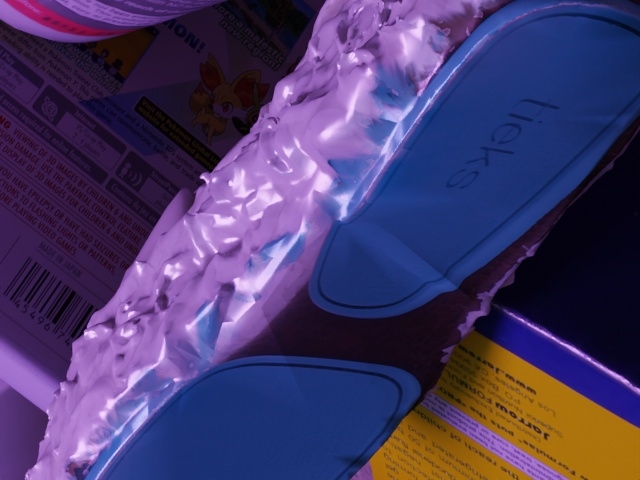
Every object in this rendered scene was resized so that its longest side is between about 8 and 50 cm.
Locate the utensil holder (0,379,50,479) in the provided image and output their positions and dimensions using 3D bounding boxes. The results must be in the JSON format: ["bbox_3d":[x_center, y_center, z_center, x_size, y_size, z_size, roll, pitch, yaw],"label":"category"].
[{"bbox_3d":[-0.344,0.052,1.418,0.327,0.327,0.385,43,162,8],"label":"utensil holder"}]

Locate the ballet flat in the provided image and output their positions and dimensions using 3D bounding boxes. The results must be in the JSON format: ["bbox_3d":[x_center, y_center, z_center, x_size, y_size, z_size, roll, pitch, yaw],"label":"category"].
[{"bbox_3d":[0.000,0.000,0.684,0.147,0.147,0.409,44,124,5],"label":"ballet flat"}]

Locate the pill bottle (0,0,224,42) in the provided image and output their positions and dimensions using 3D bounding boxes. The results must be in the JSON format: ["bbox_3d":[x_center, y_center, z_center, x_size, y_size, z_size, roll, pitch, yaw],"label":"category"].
[{"bbox_3d":[-0.029,-0.201,0.723,0.318,0.176,0.176,-10,122,45],"label":"pill bottle"}]

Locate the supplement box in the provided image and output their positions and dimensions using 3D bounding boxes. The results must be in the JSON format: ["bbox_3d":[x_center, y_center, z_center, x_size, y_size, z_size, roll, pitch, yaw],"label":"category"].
[{"bbox_3d":[0.153,0.077,0.868,0.195,0.194,0.356,31,152,31],"label":"supplement box"}]

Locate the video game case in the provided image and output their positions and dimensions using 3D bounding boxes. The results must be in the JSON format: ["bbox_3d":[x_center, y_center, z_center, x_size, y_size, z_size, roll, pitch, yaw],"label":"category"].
[{"bbox_3d":[-0.134,-0.087,0.853,0.329,0.300,0.036,39,147,-14],"label":"video game case"}]
